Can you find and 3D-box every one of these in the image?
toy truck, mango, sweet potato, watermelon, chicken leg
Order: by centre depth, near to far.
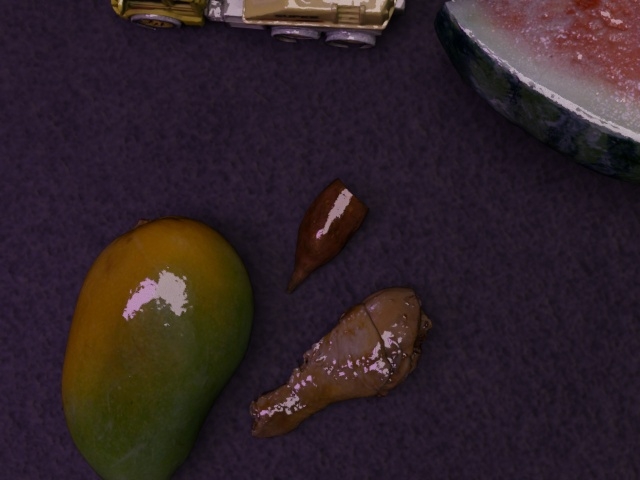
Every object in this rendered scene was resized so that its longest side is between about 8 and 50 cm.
[{"bbox_3d":[0.237,-0.168,1.088,0.262,0.213,0.201,28,88,4],"label":"watermelon"},{"bbox_3d":[-0.057,-0.249,1.135,0.272,0.157,0.124,6,88,3],"label":"toy truck"},{"bbox_3d":[-0.150,0.100,1.150,0.156,0.114,0.251,20,100,-6],"label":"mango"},{"bbox_3d":[0.015,0.118,1.160,0.198,0.069,0.085,-35,84,8],"label":"chicken leg"},{"bbox_3d":[0.000,0.000,1.180,0.049,0.049,0.117,33,100,4],"label":"sweet potato"}]
